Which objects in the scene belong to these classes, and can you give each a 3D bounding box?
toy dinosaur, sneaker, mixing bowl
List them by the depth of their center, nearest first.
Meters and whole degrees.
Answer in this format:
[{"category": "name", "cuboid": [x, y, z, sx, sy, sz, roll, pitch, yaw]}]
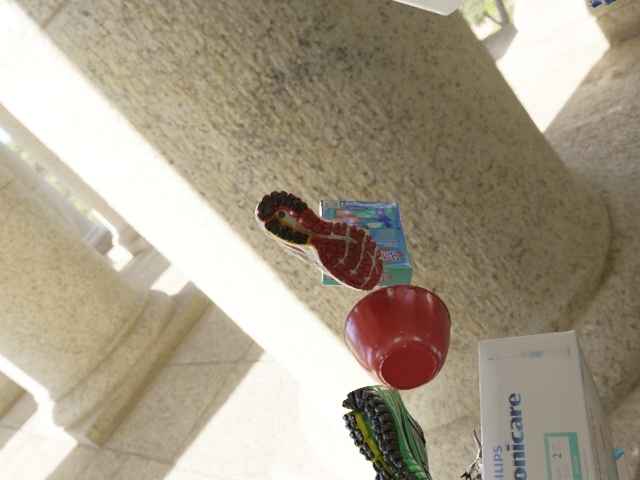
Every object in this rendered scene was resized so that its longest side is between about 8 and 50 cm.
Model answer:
[{"category": "sneaker", "cuboid": [0.000, 0.000, 0.931, 0.088, 0.225, 0.093, -57, 9, -12]}, {"category": "mixing bowl", "cuboid": [0.132, 0.171, 0.958, 0.181, 0.181, 0.098, -37, 25, 14]}, {"category": "sneaker", "cuboid": [0.178, 0.444, 1.199, 0.134, 0.343, 0.146, -35, -20, 37]}, {"category": "toy dinosaur", "cuboid": [0.455, 0.674, 1.743, 0.268, 0.064, 0.118, -63, -13, -73]}]

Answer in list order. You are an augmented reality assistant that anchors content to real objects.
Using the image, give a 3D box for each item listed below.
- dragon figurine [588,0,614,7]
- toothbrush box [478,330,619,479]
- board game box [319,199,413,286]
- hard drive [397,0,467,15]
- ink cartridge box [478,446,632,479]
[{"category": "dragon figurine", "cuboid": [0.529, -0.501, 0.942, 0.289, 0.144, 0.085, -36, 22, 46]}, {"category": "toothbrush box", "cuboid": [0.309, 0.282, 0.787, 0.126, 0.295, 0.216, -12, 49, 27]}, {"category": "board game box", "cuboid": [0.080, 0.001, 1.138, 0.160, 0.047, 0.210, 2, 38, -3]}, {"category": "hard drive", "cuboid": [0.188, -0.525, 1.145, 0.203, 0.308, 0.040, -19, 71, 58]}, {"category": "ink cartridge box", "cuboid": [0.555, 0.586, 1.411, 0.198, 0.197, 0.270, -27, 15, -29]}]
